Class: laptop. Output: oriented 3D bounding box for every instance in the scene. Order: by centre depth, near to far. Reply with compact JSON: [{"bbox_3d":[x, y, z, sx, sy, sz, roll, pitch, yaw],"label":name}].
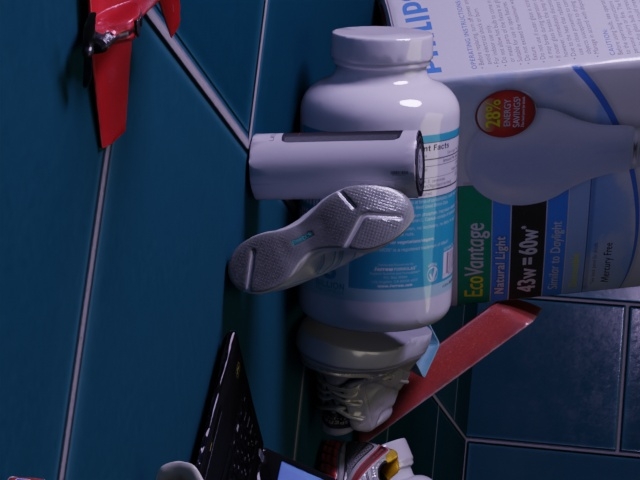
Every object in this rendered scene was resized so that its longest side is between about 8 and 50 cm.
[{"bbox_3d":[-0.015,0.242,1.201,0.264,0.136,0.234,81,16,-50],"label":"laptop"}]

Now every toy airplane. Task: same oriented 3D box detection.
[{"bbox_3d":[-0.105,-0.129,0.873,0.151,0.028,0.151,6,90,-80],"label":"toy airplane"}]

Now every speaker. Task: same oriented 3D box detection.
[{"bbox_3d":[0.013,-0.059,1.240,0.055,0.136,0.055,0,90,-78],"label":"speaker"}]

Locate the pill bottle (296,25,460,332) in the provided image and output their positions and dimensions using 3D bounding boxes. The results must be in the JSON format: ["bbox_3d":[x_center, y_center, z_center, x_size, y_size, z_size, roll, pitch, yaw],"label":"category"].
[{"bbox_3d":[0.052,-0.059,1.425,0.146,0.146,0.264,-50,142,-72],"label":"pill bottle"}]

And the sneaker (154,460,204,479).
[{"bbox_3d":[-0.103,0.205,0.939,0.192,0.064,0.086,-64,148,-65],"label":"sneaker"}]

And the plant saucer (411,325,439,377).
[{"bbox_3d":[0.082,0.063,1.763,0.192,0.018,0.067,61,35,-22],"label":"plant saucer"}]

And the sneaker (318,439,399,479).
[{"bbox_3d":[0.045,0.302,1.597,0.088,0.092,0.225,79,10,-54],"label":"sneaker"}]

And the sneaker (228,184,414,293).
[{"bbox_3d":[0.000,0.000,1.215,0.061,0.152,0.054,85,-17,-79],"label":"sneaker"}]

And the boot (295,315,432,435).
[{"bbox_3d":[0.033,0.142,1.556,0.258,0.095,0.123,2,111,-65],"label":"boot"}]

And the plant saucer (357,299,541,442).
[{"bbox_3d":[0.157,0.152,1.962,0.048,0.259,0.258,53,9,6],"label":"plant saucer"}]

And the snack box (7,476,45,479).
[{"bbox_3d":[-0.152,0.210,0.767,0.064,0.022,0.178,-56,149,-67],"label":"snack box"}]

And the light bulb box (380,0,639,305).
[{"bbox_3d":[0.265,-0.131,1.844,0.225,0.361,0.358,-97,-179,-48],"label":"light bulb box"}]

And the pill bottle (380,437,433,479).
[{"bbox_3d":[0.090,0.330,1.713,0.117,0.117,0.208,37,31,-77],"label":"pill bottle"}]
